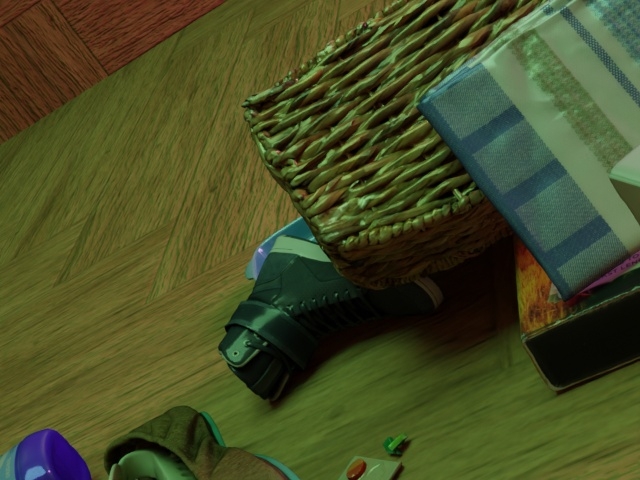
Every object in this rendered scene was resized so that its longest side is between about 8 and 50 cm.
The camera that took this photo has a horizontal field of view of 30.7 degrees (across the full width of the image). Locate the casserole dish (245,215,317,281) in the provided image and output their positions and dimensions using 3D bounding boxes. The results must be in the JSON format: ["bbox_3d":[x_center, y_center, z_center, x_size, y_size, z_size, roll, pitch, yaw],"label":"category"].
[{"bbox_3d":[0.000,0.000,1.333,0.188,0.037,0.114,-32,22,9],"label":"casserole dish"}]

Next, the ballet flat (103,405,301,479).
[{"bbox_3d":[-0.103,0.212,0.932,0.124,0.116,0.342,-12,13,-22],"label":"ballet flat"}]

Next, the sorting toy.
[{"bbox_3d":[0.037,0.186,0.941,0.062,0.012,0.083,-8,36,50],"label":"sorting toy"}]

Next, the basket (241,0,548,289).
[{"bbox_3d":[0.121,-0.082,1.047,0.299,0.223,0.213,-34,64,-1],"label":"basket"}]

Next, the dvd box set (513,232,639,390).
[{"bbox_3d":[0.309,-0.074,0.999,0.307,0.062,0.420,-26,24,21],"label":"dvd box set"}]

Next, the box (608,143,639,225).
[{"bbox_3d":[0.376,-0.050,0.650,0.345,0.215,0.168,-38,22,-7],"label":"box"}]

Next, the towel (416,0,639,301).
[{"bbox_3d":[0.241,-0.113,0.890,0.285,0.209,0.034,-36,-19,1],"label":"towel"}]

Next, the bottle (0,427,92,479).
[{"bbox_3d":[-0.364,0.307,1.177,0.283,0.092,0.118,-34,23,4],"label":"bottle"}]

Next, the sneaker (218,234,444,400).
[{"bbox_3d":[0.002,0.084,1.113,0.226,0.086,0.163,6,55,47],"label":"sneaker"}]
